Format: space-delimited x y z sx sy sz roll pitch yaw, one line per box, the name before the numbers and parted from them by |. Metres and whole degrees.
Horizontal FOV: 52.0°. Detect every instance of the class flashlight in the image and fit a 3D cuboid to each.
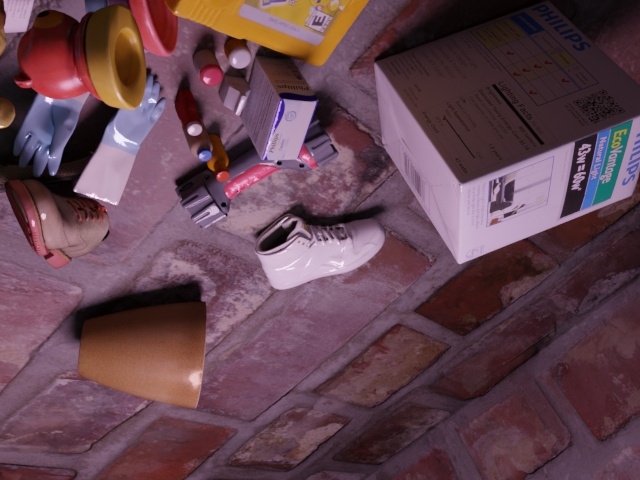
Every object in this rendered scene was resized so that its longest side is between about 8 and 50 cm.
flashlight | -0.117 -0.126 1.252 0.304 0.103 0.103 -32 143 5

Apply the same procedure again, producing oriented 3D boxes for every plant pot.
plant pot | -0.389 0.240 1.436 0.255 0.237 0.237 7 132 -15

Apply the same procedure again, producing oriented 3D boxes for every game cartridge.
game cartridge | -0.030 -0.410 0.958 0.324 0.052 0.285 -1 137 -53

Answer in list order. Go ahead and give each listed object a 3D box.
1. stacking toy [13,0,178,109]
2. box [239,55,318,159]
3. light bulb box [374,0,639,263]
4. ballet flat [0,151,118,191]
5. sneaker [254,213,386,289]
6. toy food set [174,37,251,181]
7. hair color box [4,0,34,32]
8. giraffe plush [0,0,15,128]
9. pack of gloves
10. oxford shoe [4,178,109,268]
stacking toy | -0.289 -0.330 0.816 0.131 0.309 0.279 -2 122 5
box | -0.075 -0.228 1.132 0.072 0.137 0.126 -2 135 -27
light bulb box | 0.337 -0.207 1.206 0.361 0.357 0.225 -21 142 -5
ballet flat | -0.456 -0.123 1.103 0.250 0.084 0.058 -12 96 -16
sneaker | 0.000 0.000 1.449 0.293 0.108 0.169 -24 144 -1
toy food set | -0.177 -0.219 1.112 0.111 0.104 0.232 3 133 -31
hair color box | -0.506 -0.307 0.722 0.347 0.105 0.174 -18 174 -35
giraffe plush | -0.426 -0.189 0.724 0.181 0.170 0.210 -19 175 -11
pack of gloves | -0.355 -0.181 1.037 0.195 0.046 0.232 22 99 -41
oxford shoe | -0.426 -0.045 1.091 0.130 0.123 0.348 -24 178 -16
